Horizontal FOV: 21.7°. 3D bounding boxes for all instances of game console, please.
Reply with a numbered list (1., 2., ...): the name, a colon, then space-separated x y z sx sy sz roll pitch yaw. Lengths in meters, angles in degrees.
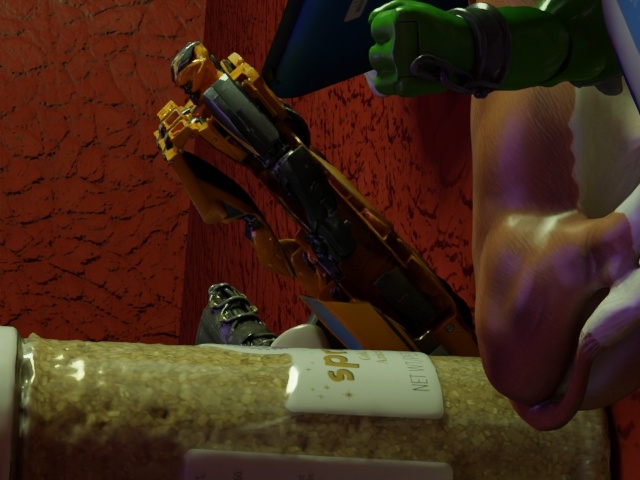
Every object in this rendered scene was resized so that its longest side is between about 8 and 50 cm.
1. game console: 0.067 -0.250 1.018 0.173 0.250 0.293 63 160 15

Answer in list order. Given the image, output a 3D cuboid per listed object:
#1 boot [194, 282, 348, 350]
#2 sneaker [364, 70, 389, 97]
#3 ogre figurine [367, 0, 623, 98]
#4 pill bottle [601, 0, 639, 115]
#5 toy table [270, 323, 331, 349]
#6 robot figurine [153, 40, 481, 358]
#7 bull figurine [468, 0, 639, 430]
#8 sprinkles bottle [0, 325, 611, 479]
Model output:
1. boot: -0.045 0.106 1.447 0.229 0.091 0.263 50 136 46
2. sneaker: 0.042 -0.209 1.301 0.292 0.110 0.118 -92 -11 -59
3. ogre figurine: 0.088 -0.139 0.623 0.097 0.118 0.197 -23 59 46
4. pill bottle: 0.168 -0.028 0.509 0.221 0.124 0.124 -98 17 -48
5. toy table: -0.024 0.201 1.105 0.252 0.161 0.274 64 -170 -1
6. robot figurine: 0.000 0.000 1.039 0.085 0.291 0.211 -42 15 1
7. bull figurine: 0.121 -0.075 0.744 0.188 0.101 0.310 -30 60 57
8. sprinkles bottle: -0.033 0.112 0.878 0.121 0.356 0.121 -176 90 -79
